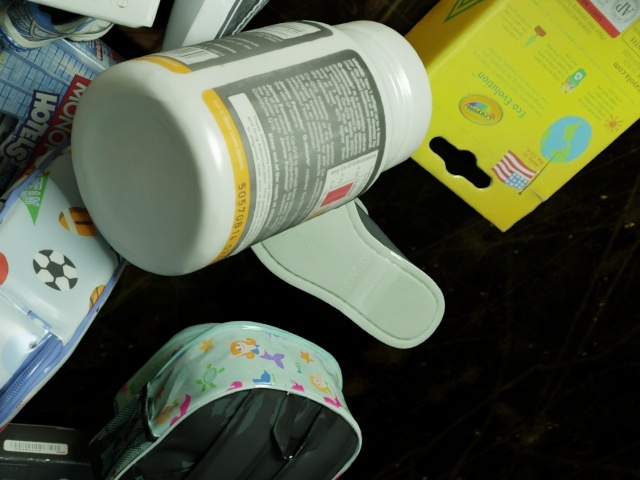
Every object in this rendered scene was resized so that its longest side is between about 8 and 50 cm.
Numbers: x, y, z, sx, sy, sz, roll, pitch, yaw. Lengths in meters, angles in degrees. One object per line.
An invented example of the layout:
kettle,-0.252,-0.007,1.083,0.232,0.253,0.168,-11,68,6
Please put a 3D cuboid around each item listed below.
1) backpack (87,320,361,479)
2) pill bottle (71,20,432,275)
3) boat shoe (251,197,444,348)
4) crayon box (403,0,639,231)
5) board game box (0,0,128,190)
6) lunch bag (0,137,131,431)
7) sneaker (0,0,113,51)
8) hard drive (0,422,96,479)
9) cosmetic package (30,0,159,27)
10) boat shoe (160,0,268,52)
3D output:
backpack,-0.090,0.197,1.176,0.225,0.191,0.253,27,123,-31
pill bottle,-0.043,-0.087,0.906,0.278,0.162,0.162,-24,139,-45
boat shoe,0.000,0.000,1.117,0.114,0.091,0.302,-45,123,-4
crayon box,0.214,-0.177,1.045,0.318,0.081,0.202,-43,123,17
board game box,-0.231,-0.110,1.005,0.194,0.060,0.194,22,118,-25
lunch bag,-0.256,0.063,0.920,0.115,0.303,0.243,39,123,-9
sneaker,-0.195,-0.188,0.917,0.058,0.135,0.052,-22,101,40
hard drive,-0.397,0.343,1.292,0.237,0.064,0.339,7,123,-17
cosmetic package,-0.281,-0.313,0.787,0.385,0.156,0.217,9,124,-20
boat shoe,-0.027,-0.251,0.929,0.102,0.108,0.301,24,110,-25
